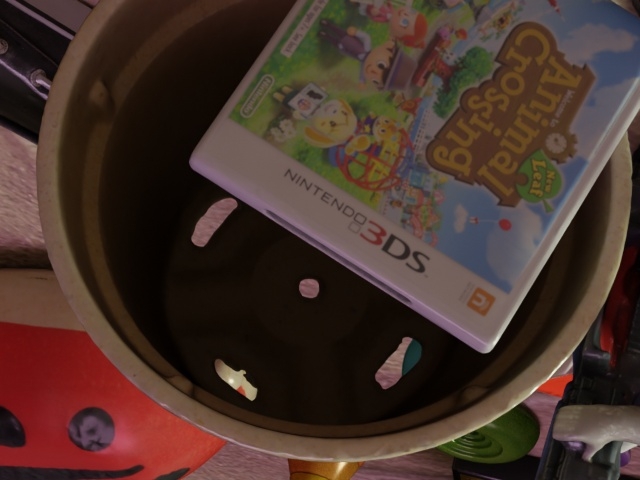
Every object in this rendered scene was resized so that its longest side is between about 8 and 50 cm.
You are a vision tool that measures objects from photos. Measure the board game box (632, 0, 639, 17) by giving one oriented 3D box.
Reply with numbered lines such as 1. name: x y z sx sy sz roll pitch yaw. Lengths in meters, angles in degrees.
1. board game box: 0.266 -0.135 0.927 0.194 0.060 0.194 11 151 12

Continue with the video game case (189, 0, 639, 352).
1. video game case: 0.065 -0.076 0.946 0.193 0.212 0.023 33 164 2

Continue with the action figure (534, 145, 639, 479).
1. action figure: 0.235 0.099 1.040 0.178 0.341 0.330 19 167 -1

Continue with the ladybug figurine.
1. ladybug figurine: -0.257 0.153 1.656 0.449 0.162 0.305 -9 142 41

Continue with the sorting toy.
1. sorting toy: 0.108 0.214 1.596 0.365 0.126 0.127 1 148 31

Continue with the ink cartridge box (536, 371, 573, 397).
1. ink cartridge box: 0.390 0.148 1.268 0.308 0.091 0.385 20 155 -40

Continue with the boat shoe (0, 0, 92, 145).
1. boat shoe: -0.261 -0.140 1.176 0.306 0.105 0.113 30 150 -23

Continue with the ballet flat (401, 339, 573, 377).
1. ballet flat: 0.154 0.069 1.336 0.124 0.116 0.342 0 155 -10

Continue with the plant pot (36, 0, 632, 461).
1. plant pot: 0.000 0.000 1.097 0.334 0.334 0.305 17 163 1

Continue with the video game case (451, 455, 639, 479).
1. video game case: 0.278 0.296 1.747 0.275 0.035 0.248 11 152 15
